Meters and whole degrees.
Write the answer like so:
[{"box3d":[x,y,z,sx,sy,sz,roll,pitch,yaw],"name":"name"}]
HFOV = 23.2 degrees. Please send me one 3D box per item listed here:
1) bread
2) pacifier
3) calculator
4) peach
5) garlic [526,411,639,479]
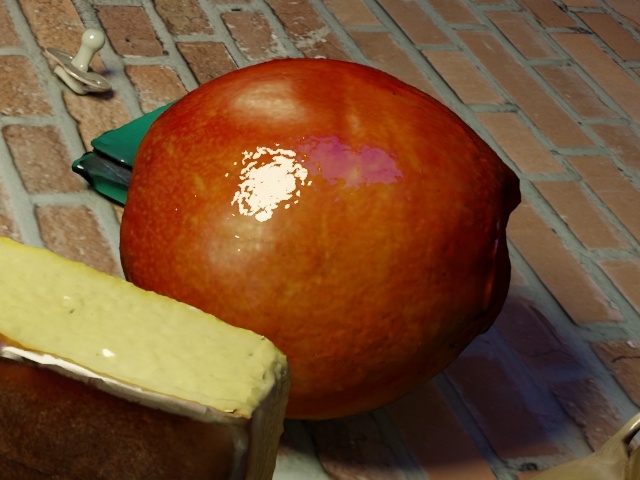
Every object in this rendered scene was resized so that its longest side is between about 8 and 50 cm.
[{"box3d":[-0.196,0.176,1.046,0.324,0.333,0.143,18,29,13],"name":"bread"},{"box3d":[-0.280,-0.218,1.870,0.099,0.078,0.081,39,18,35],"name":"pacifier"},{"box3d":[-0.103,-0.078,1.735,0.248,0.058,0.274,26,33,17],"name":"calculator"},{"box3d":[0.000,-0.002,1.434,0.373,0.289,0.372,3,34,-2],"name":"peach"},{"box3d":[0.243,0.216,1.246,0.232,0.245,0.340,14,45,20],"name":"garlic"}]
